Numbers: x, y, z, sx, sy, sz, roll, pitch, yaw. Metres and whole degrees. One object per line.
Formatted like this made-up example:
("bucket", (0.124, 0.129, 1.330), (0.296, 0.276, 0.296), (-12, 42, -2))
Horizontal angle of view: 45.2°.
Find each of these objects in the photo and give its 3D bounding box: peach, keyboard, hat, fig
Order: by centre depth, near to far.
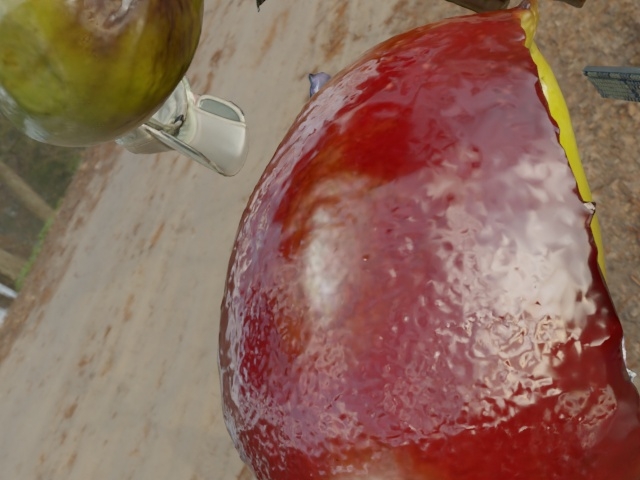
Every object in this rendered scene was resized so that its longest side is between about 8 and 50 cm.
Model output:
("fig", (-0.122, -0.124, 0.396), (0.121, 0.136, 0.153), (13, 93, 28))
("peach", (0.092, 0.022, 0.460), (0.281, 0.281, 0.338), (11, 68, 59))
("keyboard", (0.398, -0.205, 1.012), (0.014, 0.055, 0.176), (-41, 14, 5))
("hat", (-0.245, -0.179, 1.319), (0.164, 0.226, 0.219), (-34, 13, 33))

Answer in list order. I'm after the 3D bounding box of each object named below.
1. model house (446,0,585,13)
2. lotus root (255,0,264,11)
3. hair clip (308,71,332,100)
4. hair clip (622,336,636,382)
("model house", (0.238, -0.372, 0.899), (0.219, 0.199, 0.229), (-79, 10, -60))
("lotus root", (-0.017, -0.350, 0.848), (0.154, 0.154, 0.278), (-63, 13, -17))
("hair clip", (0.014, 0.001, 0.663), (0.137, 0.090, 0.278), (-49, -29, -56))
("hair clip", (0.324, 0.121, 1.012), (0.110, 0.095, 0.358), (-47, 6, 5))
